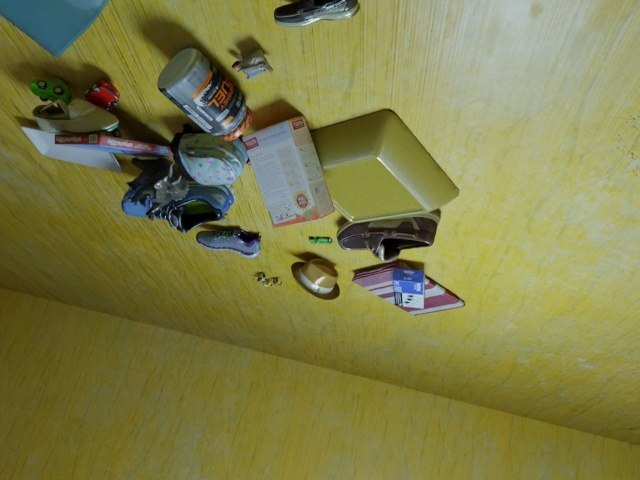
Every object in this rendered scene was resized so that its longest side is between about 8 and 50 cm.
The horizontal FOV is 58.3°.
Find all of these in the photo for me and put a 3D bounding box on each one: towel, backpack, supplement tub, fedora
[{"bbox_3d":[0.300,0.167,1.951,0.329,0.037,0.237,31,149,-31],"label":"towel"},{"bbox_3d":[-0.270,-0.206,1.439,0.182,0.115,0.152,5,152,23],"label":"backpack"},{"bbox_3d":[-0.239,-0.304,1.221,0.117,0.116,0.190,-6,147,39],"label":"supplement tub"},{"bbox_3d":[-0.003,0.115,1.931,0.194,0.194,0.079,25,117,-18],"label":"fedora"}]

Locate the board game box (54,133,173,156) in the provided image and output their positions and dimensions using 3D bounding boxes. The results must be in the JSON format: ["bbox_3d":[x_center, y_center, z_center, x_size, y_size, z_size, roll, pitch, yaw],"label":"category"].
[{"bbox_3d":[-0.506,-0.238,1.455,0.145,0.027,0.281,6,-176,24],"label":"board game box"}]

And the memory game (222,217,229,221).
[{"bbox_3d":[-0.373,-0.081,1.797,0.186,0.012,0.186,12,177,1],"label":"memory game"}]

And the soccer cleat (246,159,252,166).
[{"bbox_3d":[-0.166,-0.198,1.496,0.083,0.029,0.035,13,151,-3],"label":"soccer cleat"}]

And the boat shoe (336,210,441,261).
[{"bbox_3d":[0.172,-0.001,1.569,0.342,0.123,0.123,-11,150,42],"label":"boat shoe"}]

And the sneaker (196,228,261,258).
[{"bbox_3d":[-0.304,-0.015,1.919,0.224,0.083,0.098,12,134,-2],"label":"sneaker"}]

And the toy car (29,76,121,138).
[{"bbox_3d":[-0.595,-0.351,1.414,0.225,0.053,0.239,21,154,-8],"label":"toy car"}]

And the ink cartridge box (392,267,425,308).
[{"bbox_3d":[0.285,0.155,1.844,0.097,0.046,0.207,5,152,12],"label":"ink cartridge box"}]

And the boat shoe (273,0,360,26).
[{"bbox_3d":[-0.011,-0.400,0.970,0.152,0.056,0.049,-3,145,17],"label":"boat shoe"}]

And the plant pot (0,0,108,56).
[{"bbox_3d":[-0.426,-0.465,0.966,0.234,0.165,0.166,-16,140,36],"label":"plant pot"}]

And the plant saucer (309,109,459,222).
[{"bbox_3d":[0.110,-0.144,1.380,0.333,0.080,0.333,-7,146,41],"label":"plant saucer"}]

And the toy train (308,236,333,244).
[{"bbox_3d":[0.000,0.000,1.811,0.083,0.017,0.023,2,140,28],"label":"toy train"}]

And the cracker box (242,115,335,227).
[{"bbox_3d":[-0.074,-0.155,1.333,0.156,0.067,0.232,-8,105,43],"label":"cracker box"}]

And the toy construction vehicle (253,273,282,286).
[{"bbox_3d":[-0.206,0.152,2.229,0.086,0.035,0.098,17,160,-28],"label":"toy construction vehicle"}]

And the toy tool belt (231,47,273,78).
[{"bbox_3d":[-0.136,-0.345,1.152,0.083,0.052,0.051,-8,137,43],"label":"toy tool belt"}]

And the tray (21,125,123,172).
[{"bbox_3d":[-0.715,-0.272,1.670,0.271,0.030,0.145,13,155,7],"label":"tray"}]

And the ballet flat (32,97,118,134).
[{"bbox_3d":[-0.594,-0.299,1.372,0.249,0.086,0.086,3,152,27],"label":"ballet flat"}]

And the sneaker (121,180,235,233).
[{"bbox_3d":[-0.415,-0.102,1.627,0.330,0.147,0.129,-3,130,11],"label":"sneaker"}]

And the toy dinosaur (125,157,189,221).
[{"bbox_3d":[-0.437,-0.158,1.553,0.121,0.160,0.313,52,180,-32],"label":"toy dinosaur"}]
